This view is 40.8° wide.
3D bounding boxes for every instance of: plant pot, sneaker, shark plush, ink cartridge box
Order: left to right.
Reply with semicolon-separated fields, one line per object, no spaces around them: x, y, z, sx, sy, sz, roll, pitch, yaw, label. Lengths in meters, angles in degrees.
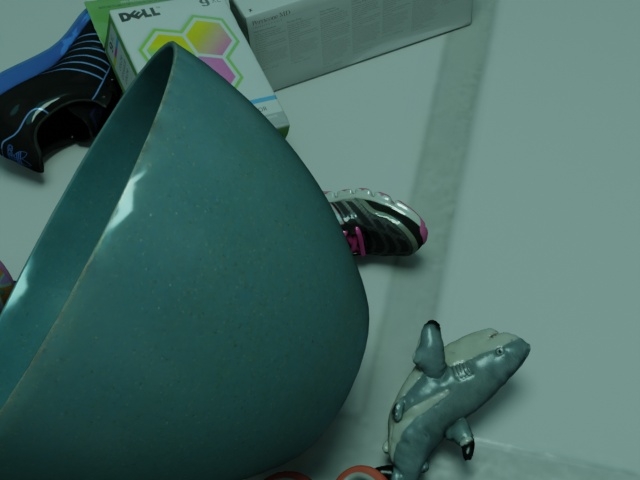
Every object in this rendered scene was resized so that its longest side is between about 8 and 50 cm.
-0.217;-0.153;0.819;0.090;0.081;0.232;38;64;11;sneaker
-0.124;-0.159;0.772;0.109;0.062;0.209;-18;71;-26;ink cartridge box
-0.084;0.046;0.565;0.195;0.290;0.290;28;52;-21;plant pot
0.000;0.000;0.697;0.170;0.063;0.075;8;54;16;sneaker
0.080;0.125;0.591;0.067;0.073;0.161;23;62;27;shark plush

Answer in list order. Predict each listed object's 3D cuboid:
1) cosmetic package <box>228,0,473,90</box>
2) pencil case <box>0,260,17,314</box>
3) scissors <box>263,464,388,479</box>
0.033;-0.231;0.840;0.239;0.099;0.060;-21;56;-12;cosmetic package
-0.346;0.100;0.616;0.124;0.124;0.284;21;57;18;pencil case
-0.034;0.268;0.510;0.109;0.021;0.297;2;52;26;scissors
